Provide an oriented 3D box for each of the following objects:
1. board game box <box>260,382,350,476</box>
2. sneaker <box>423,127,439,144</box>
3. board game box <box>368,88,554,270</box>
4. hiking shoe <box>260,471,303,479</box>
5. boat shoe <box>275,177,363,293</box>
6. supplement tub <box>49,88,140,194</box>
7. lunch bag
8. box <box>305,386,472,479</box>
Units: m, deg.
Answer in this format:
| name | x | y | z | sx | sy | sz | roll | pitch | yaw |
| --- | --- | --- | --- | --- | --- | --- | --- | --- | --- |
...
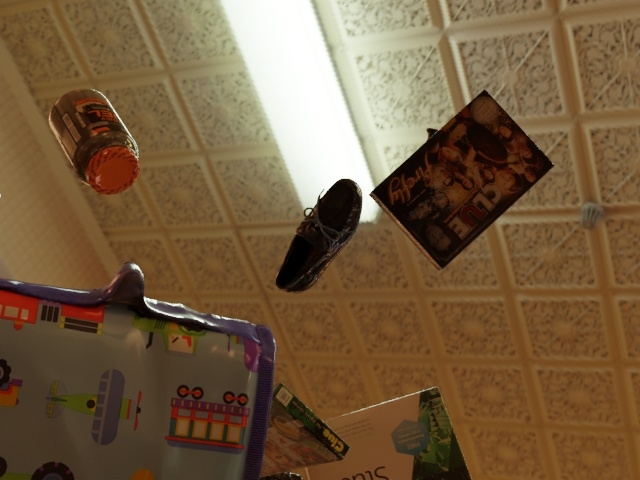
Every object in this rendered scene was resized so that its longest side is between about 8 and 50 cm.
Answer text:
| name | x | y | z | sx | sy | sz | roll | pitch | yaw |
| --- | --- | --- | --- | --- | --- | --- | --- | --- | --- |
| board game box | -0.078 | 0.280 | 1.335 | 0.136 | 0.030 | 0.259 | 46 | -36 | -10 |
| sneaker | 0.185 | -0.137 | 1.543 | 0.097 | 0.234 | 0.084 | 61 | -18 | -11 |
| board game box | 0.220 | -0.094 | 1.447 | 0.165 | 0.243 | 0.042 | 47 | -6 | 1 |
| hiking shoe | -0.098 | 0.506 | 1.952 | 0.114 | 0.086 | 0.227 | -29 | -79 | -3 |
| boat shoe | 0.000 | 0.000 | 1.785 | 0.109 | 0.089 | 0.258 | 31 | -74 | 25 |
| supplement tub | -0.393 | -0.172 | 1.625 | 0.190 | 0.117 | 0.117 | 52 | -34 | 37 |
| lunch bag | -0.155 | 0.157 | 0.582 | 0.221 | 0.138 | 0.293 | 12 | -88 | -19 |
| box | 0.116 | 0.399 | 1.361 | 0.232 | 0.322 | 0.058 | -17 | -26 | -3 |
